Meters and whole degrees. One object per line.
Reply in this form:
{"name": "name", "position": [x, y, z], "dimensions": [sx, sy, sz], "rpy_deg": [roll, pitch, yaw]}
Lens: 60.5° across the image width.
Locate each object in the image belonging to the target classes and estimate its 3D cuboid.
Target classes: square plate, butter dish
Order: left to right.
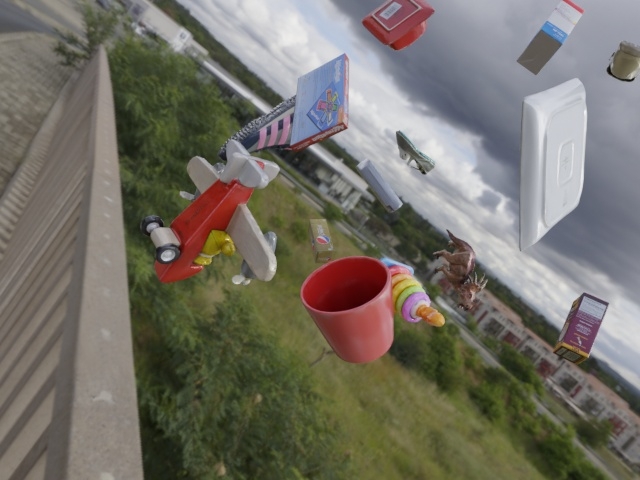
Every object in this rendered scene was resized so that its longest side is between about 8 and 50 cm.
{"name": "butter dish", "position": [0.222, -0.580, 1.500], "dimensions": [0.159, 0.160, 0.118], "rpy_deg": [59, 7, 37]}
{"name": "square plate", "position": [0.554, -0.185, 1.286], "dimensions": [0.049, 0.343, 0.347], "rpy_deg": [11, 26, 40]}

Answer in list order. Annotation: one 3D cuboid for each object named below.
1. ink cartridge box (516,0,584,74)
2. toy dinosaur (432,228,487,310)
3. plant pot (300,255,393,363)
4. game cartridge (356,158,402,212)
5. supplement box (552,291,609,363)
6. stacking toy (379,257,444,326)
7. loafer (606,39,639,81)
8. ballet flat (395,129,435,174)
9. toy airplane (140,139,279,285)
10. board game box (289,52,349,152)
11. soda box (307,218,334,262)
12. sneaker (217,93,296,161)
{"name": "ink cartridge box", "position": [0.683, -0.612, 1.614], "dimensions": [0.078, 0.231, 0.134], "rpy_deg": [37, -26, 4]}
{"name": "toy dinosaur", "position": [0.545, 0.101, 2.093], "dimensions": [0.127, 0.295, 0.200], "rpy_deg": [-10, 14, -35]}
{"name": "plant pot", "position": [0.102, 0.219, 1.665], "dimensions": [0.275, 0.275, 0.243], "rpy_deg": [49, -18, 56]}
{"name": "game cartridge", "position": [0.197, -0.185, 1.863], "dimensions": [0.198, 0.062, 0.297], "rpy_deg": [58, 6, 0]}
{"name": "supplement box", "position": [0.784, 0.265, 1.656], "dimensions": [0.081, 0.188, 0.104], "rpy_deg": [26, -19, 16]}
{"name": "stacking toy", "position": [0.289, 0.195, 1.755], "dimensions": [0.175, 0.165, 0.302], "rpy_deg": [19, 12, -38]}
{"name": "loafer", "position": [0.822, -0.477, 1.475], "dimensions": [0.102, 0.092, 0.269], "rpy_deg": [38, 29, 22]}
{"name": "ballet flat", "position": [0.295, -0.275, 1.773], "dimensions": [0.213, 0.068, 0.072], "rpy_deg": [31, 19, -40]}
{"name": "toy airplane", "position": [-0.246, -0.065, 1.456], "dimensions": [0.385, 0.385, 0.272], "rpy_deg": [-4, -26, 30]}
{"name": "board game box", "position": [0.002, -0.338, 1.331], "dimensions": [0.027, 0.145, 0.281], "rpy_deg": [46, 34, -38]}
{"name": "soda box", "position": [0.000, 0.000, 1.922], "dimensions": [0.062, 0.058, 0.181], "rpy_deg": [-1, 38, -12]}
{"name": "sneaker", "position": [-0.130, -0.284, 1.531], "dimensions": [0.131, 0.319, 0.112], "rpy_deg": [57, 9, -29]}
